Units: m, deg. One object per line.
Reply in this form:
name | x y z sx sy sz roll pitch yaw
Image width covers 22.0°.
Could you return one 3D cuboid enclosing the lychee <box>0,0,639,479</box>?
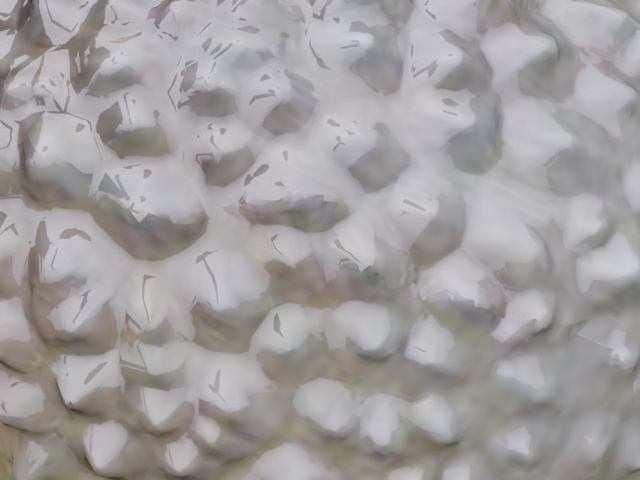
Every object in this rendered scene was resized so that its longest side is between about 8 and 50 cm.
lychee | 0.000 0.000 0.748 0.380 0.432 0.380 -19 61 37
